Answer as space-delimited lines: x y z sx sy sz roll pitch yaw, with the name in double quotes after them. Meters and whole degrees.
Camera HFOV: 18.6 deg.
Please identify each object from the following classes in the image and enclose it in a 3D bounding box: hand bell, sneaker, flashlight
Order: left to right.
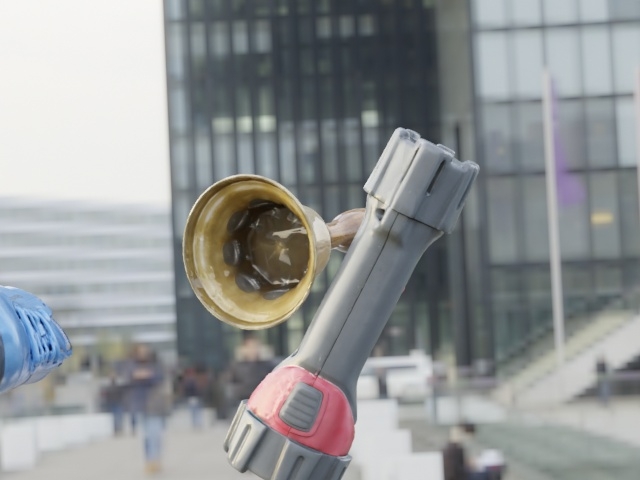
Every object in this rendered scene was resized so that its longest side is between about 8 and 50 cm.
-0.179 0.052 1.120 0.082 0.069 0.209 -7 -1 -16 "sneaker"
0.000 0.000 1.674 0.126 0.126 0.242 -4 3 29 "hand bell"
0.029 0.060 1.576 0.103 0.304 0.103 22 8 -40 "flashlight"
